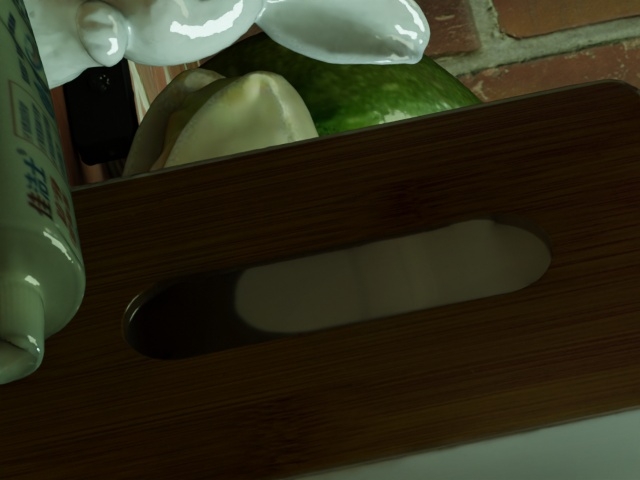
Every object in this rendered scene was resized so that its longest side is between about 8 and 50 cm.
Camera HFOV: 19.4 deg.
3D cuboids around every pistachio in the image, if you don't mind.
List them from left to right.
[{"bbox_3d":[-0.050,0.013,1.033,0.144,0.144,0.215,-106,-159,-85],"label":"pistachio"}]

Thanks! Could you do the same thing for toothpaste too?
[{"bbox_3d":[-0.110,-0.043,0.622,0.069,0.047,0.268,55,11,-35],"label":"toothpaste"}]

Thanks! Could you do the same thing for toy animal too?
[{"bbox_3d":[-0.045,-0.136,0.921,0.131,0.220,0.104,85,-3,-79],"label":"toy animal"}]

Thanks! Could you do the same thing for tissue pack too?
[{"bbox_3d":[0.014,0.063,0.657,0.159,0.246,0.136,-104,-177,-48],"label":"tissue pack"}]

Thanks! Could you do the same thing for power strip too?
[{"bbox_3d":[-0.128,-0.097,1.064,0.029,0.038,0.111,75,1,-64],"label":"power strip"}]

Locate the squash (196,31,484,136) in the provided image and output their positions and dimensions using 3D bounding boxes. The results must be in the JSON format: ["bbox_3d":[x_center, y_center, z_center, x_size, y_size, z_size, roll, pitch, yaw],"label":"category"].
[{"bbox_3d":[-0.021,-0.025,1.274,0.309,0.310,0.310,43,30,-56],"label":"squash"}]
